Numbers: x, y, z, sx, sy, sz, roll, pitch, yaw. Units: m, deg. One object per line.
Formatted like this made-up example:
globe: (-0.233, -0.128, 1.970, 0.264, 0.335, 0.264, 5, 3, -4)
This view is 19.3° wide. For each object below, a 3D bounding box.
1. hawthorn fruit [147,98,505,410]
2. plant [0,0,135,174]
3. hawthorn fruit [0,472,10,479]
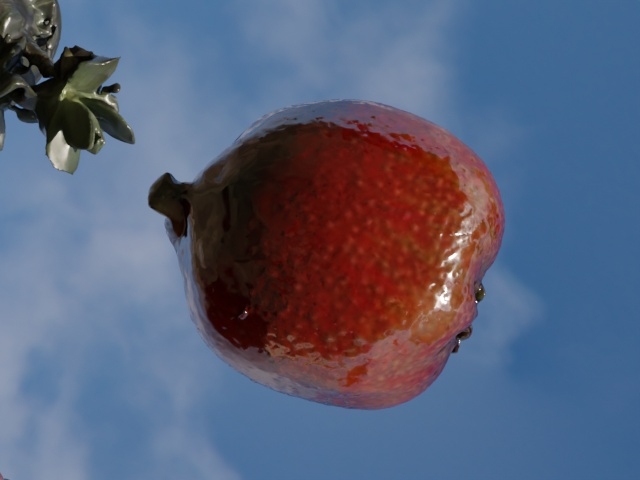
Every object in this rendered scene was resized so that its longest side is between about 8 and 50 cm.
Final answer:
hawthorn fruit: (0.000, 0.000, 1.008, 0.188, 0.169, 0.169, 26, -98, -4)
plant: (-0.088, -0.047, 0.499, 0.051, 0.051, 0.102, -49, -131, 4)
hawthorn fruit: (-0.261, 0.194, 0.929, 0.262, 0.210, 0.210, -37, -128, -7)
